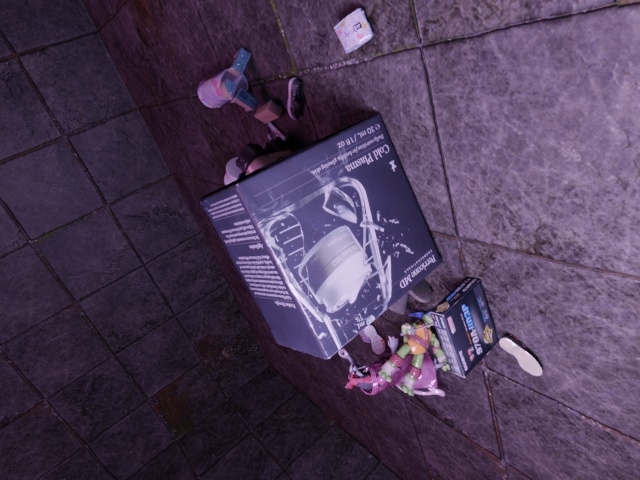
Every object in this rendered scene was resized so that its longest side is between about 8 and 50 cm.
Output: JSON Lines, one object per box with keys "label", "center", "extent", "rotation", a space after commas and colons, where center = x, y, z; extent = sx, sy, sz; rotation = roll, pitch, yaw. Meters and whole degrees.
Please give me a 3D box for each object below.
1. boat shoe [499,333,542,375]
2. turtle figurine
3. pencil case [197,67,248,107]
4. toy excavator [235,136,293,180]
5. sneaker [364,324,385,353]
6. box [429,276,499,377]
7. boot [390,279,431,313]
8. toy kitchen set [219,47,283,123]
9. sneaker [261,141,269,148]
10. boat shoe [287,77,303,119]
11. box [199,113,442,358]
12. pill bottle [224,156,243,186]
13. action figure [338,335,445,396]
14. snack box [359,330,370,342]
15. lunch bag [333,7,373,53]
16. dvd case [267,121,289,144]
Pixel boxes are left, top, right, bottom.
{"label": "boat shoe", "center": [0.557, 0.313, 1.155], "extent": [0.133, 0.042, 0.049], "rotation": [45, 127, 19]}
{"label": "turtle figurine", "center": [0.321, 0.359, 1.331], "extent": [0.198, 0.266, 0.275], "rotation": [35, 177, -39]}
{"label": "pencil case", "center": [-0.383, -0.590, 1.635], "extent": [0.273, 0.113, 0.124], "rotation": [15, 153, 53]}
{"label": "toy excavator", "center": [-0.174, -0.150, 1.600], "extent": [0.222, 0.433, 0.445], "rotation": [41, 124, 12]}
{"label": "sneaker", "center": [0.236, 0.423, 1.836], "extent": [0.065, 0.061, 0.157], "rotation": [-116, 1, -74]}
{"label": "box", "center": [0.407, 0.240, 1.172], "extent": [0.051, 0.175, 0.220], "rotation": [9, 127, 56]}
{"label": "boot", "center": [0.289, 0.191, 1.432], "extent": [0.189, 0.076, 0.208], "rotation": [54, 151, 39]}
{"label": "toy kitchen set", "center": [-0.223, -0.546, 1.472], "extent": [0.207, 0.166, 0.122], "rotation": [27, 170, -30]}
{"label": "sneaker", "center": [-0.224, -0.285, 1.732], "extent": [0.118, 0.107, 0.279], "rotation": [45, 155, 4]}
{"label": "boat shoe", "center": [-0.077, -0.450, 1.346], "extent": [0.040, 0.049, 0.142], "rotation": [38, 147, 31]}
{"label": "box", "center": [0.014, -0.022, 1.169], "extent": [0.297, 0.480, 0.471], "rotation": [-3, 116, 57]}
{"label": "pill bottle", "center": [-0.364, -0.245, 1.946], "extent": [0.161, 0.161, 0.283], "rotation": [46, 152, 19]}
{"label": "action figure", "center": [0.234, 0.494, 1.534], "extent": [0.248, 0.370, 0.275], "rotation": [-30, 74, 51]}
{"label": "snack box", "center": [0.180, 0.388, 1.906], "extent": [0.178, 0.022, 0.064], "rotation": [60, 153, -9]}
{"label": "lunch bag", "center": [0.082, -0.504, 1.005], "extent": [0.083, 0.053, 0.071], "rotation": [-10, 114, 52]}
{"label": "dvd case", "center": [-0.161, -0.392, 1.595], "extent": [0.119, 0.013, 0.087], "rotation": [46, 153, 18]}
